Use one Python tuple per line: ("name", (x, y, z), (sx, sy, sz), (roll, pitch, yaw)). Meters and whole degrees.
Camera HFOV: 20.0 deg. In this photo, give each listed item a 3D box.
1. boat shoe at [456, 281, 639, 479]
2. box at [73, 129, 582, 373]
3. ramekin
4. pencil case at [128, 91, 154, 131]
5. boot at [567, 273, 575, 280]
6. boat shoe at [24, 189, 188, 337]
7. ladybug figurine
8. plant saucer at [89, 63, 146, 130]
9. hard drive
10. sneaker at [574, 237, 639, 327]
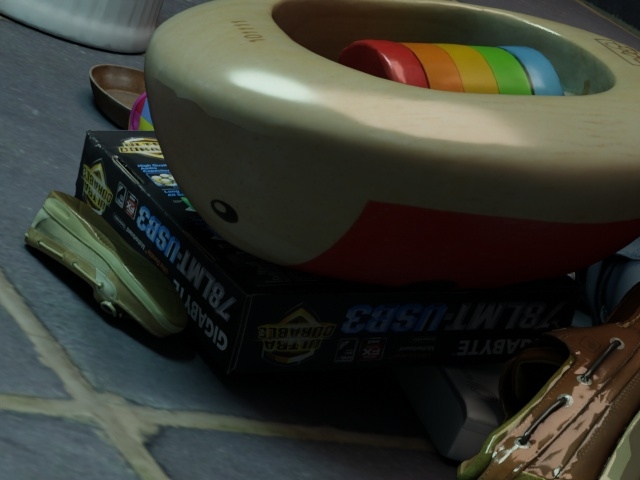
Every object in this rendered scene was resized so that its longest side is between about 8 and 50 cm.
("boat shoe", (0.184, 0.099, 1.256), (0.104, 0.111, 0.307), (35, 35, 2))
("box", (0.000, 0.000, 1.397), (0.295, 0.073, 0.293), (-1, 25, -32))
("ramekin", (-0.286, -0.324, 1.979), (0.277, 0.135, 0.277), (23, 17, -7))
("pencil case", (-0.052, -0.079, 1.571), (0.236, 0.104, 0.104), (2, 27, -35))
("boot", (0.182, 0.060, 1.614), (0.190, 0.069, 0.086), (-5, 40, -45))
("boat shoe", (-0.152, 0.025, 1.279), (0.153, 0.048, 0.056), (42, 10, 27))
("ladybug figurine", (0.082, -0.067, 1.299), (0.449, 0.162, 0.305), (1, 25, -27))
("plant saucer", (-0.147, -0.119, 1.737), (0.168, 0.029, 0.168), (24, 17, -8))
("hard drive", (0.225, 0.144, 1.434), (0.353, 0.047, 0.233), (18, 18, -21))
("sneaker", (0.295, 0.028, 1.758), (0.127, 0.126, 0.321), (17, 20, 12))
